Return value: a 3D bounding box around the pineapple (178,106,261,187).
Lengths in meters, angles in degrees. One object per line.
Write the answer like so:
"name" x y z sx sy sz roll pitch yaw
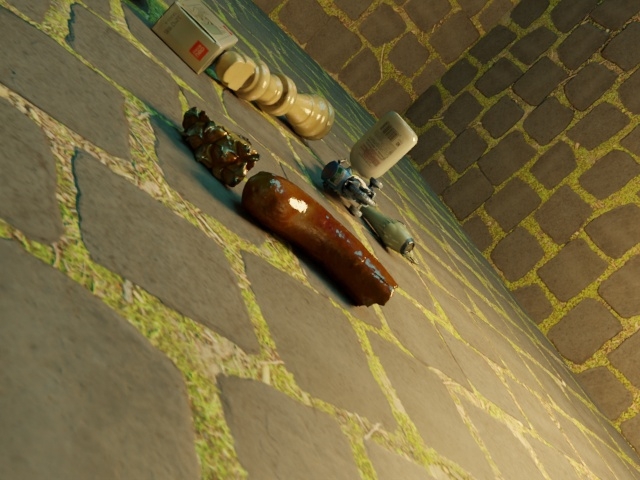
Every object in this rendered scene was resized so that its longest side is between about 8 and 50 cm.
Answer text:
"pineapple" -0.148 -0.147 1.076 0.137 0.069 0.116 47 15 8

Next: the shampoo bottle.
"shampoo bottle" 0.129 -0.209 1.742 0.108 0.221 0.051 51 16 14

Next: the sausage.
"sausage" -0.001 -0.003 1.088 0.302 0.076 0.103 41 14 -23

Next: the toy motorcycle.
"toy motorcycle" 0.062 -0.128 1.608 0.135 0.092 0.254 36 6 -5

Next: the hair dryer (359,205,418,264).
"hair dryer" 0.170 -0.016 1.709 0.167 0.067 0.199 46 2 20

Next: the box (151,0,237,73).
"box" -0.265 -0.445 1.530 0.135 0.079 0.269 44 14 -13

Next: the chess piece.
"chess piece" -0.106 -0.340 1.658 0.117 0.117 0.397 53 17 25
